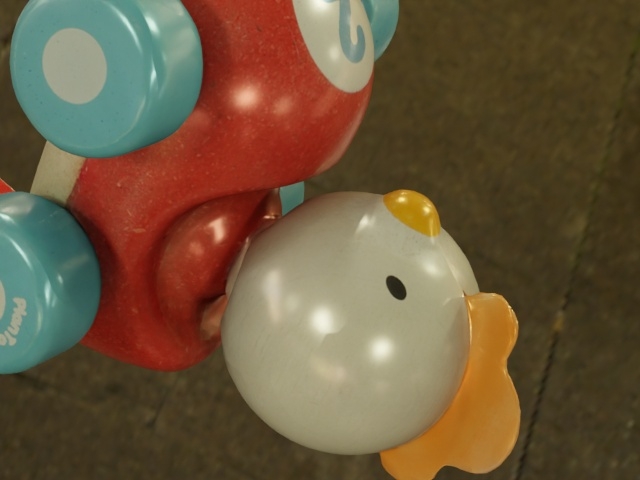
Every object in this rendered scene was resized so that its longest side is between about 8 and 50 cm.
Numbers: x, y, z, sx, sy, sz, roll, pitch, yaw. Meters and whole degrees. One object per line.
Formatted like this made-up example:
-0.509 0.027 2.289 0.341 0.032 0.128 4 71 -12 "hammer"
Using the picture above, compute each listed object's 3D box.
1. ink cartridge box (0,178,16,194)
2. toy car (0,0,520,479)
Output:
-0.257 0.013 1.027 0.181 0.225 0.056 40 46 -9 "ink cartridge box"
0.000 0.000 0.818 0.238 0.210 0.219 35 27 15 "toy car"
